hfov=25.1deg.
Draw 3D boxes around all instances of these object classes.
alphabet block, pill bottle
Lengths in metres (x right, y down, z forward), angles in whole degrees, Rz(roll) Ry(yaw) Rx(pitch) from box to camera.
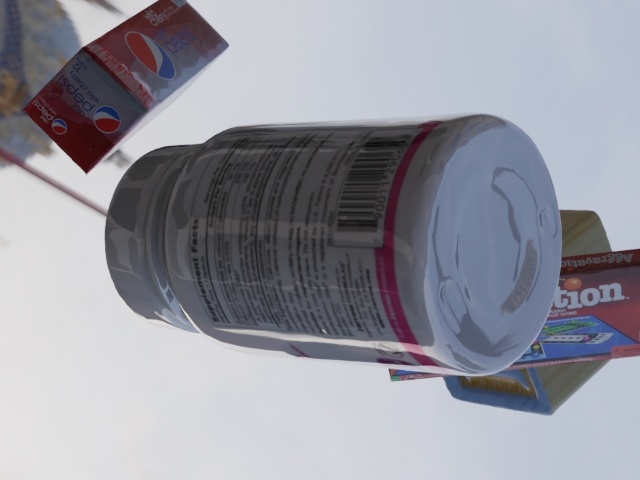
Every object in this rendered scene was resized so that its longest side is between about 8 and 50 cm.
[{"bbox_3d":[0.262,0.087,1.861,0.197,0.193,0.192,-37,-155,-32],"label":"alphabet block"},{"bbox_3d":[0.000,0.000,0.949,0.283,0.160,0.160,2,-116,41],"label":"pill bottle"}]

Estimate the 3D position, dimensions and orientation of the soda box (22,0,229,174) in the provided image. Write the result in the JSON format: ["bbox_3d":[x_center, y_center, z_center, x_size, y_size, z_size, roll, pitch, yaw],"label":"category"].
[{"bbox_3d":[-0.178,-0.156,1.367,0.092,0.083,0.263,-41,-174,23],"label":"soda box"}]

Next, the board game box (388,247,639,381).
[{"bbox_3d":[0.202,0.078,1.472,0.281,0.145,0.027,-7,-135,6],"label":"board game box"}]
